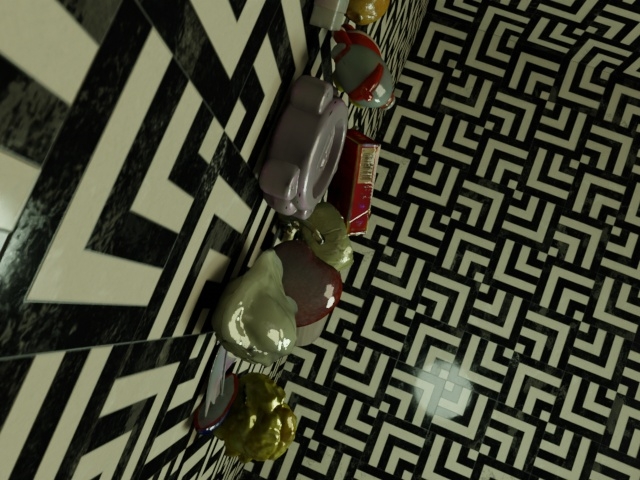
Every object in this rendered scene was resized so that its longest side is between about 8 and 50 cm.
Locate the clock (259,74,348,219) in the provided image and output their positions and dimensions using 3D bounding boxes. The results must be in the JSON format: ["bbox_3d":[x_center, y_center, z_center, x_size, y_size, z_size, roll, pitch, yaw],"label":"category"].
[{"bbox_3d":[-0.032,-0.197,1.106,0.322,0.113,0.296,6,105,-82],"label":"clock"}]

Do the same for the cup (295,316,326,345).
[{"bbox_3d":[-0.070,0.249,1.804,0.273,0.208,0.289,107,-2,-47],"label":"cup"}]

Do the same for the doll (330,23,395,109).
[{"bbox_3d":[0.087,-0.369,1.096,0.105,0.199,0.337,-37,-150,23],"label":"doll"}]

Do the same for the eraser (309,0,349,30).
[{"bbox_3d":[0.040,-0.509,0.936,0.096,0.052,0.225,-62,170,-65],"label":"eraser"}]

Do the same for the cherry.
[{"bbox_3d":[-0.071,0.129,1.362,0.240,0.239,0.206,-68,-167,-3],"label":"cherry"}]

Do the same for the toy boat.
[{"bbox_3d":[-0.257,0.363,1.270,0.318,0.071,0.219,100,9,-46],"label":"toy boat"}]

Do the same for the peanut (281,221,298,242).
[{"bbox_3d":[-0.092,-0.022,1.529,0.037,0.037,0.084,45,64,-83],"label":"peanut"}]

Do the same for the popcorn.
[{"bbox_3d":[-0.194,0.507,1.466,0.252,0.215,0.286,-61,-147,1],"label":"popcorn"}]

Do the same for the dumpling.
[{"bbox_3d":[-0.121,0.139,1.090,0.318,0.187,0.243,101,11,-77],"label":"dumpling"}]

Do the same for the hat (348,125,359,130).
[{"bbox_3d":[0.074,-0.307,1.901,0.244,0.149,0.214,-33,-179,-1],"label":"hat"}]

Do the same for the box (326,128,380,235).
[{"bbox_3d":[0.103,-0.198,1.711,0.197,0.089,0.314,-130,-138,-55],"label":"box"}]

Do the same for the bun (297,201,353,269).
[{"bbox_3d":[0.000,0.000,1.705,0.152,0.260,0.259,-24,161,-12],"label":"bun"}]

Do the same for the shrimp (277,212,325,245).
[{"bbox_3d":[-0.052,-0.025,1.352,0.035,0.147,0.195,-57,173,-20],"label":"shrimp"}]

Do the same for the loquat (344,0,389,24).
[{"bbox_3d":[0.094,-0.539,1.093,0.137,0.112,0.137,-24,118,-58],"label":"loquat"}]

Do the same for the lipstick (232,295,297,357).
[{"bbox_3d":[-0.150,0.226,1.310,0.264,0.059,0.059,-44,-169,39],"label":"lipstick"}]
